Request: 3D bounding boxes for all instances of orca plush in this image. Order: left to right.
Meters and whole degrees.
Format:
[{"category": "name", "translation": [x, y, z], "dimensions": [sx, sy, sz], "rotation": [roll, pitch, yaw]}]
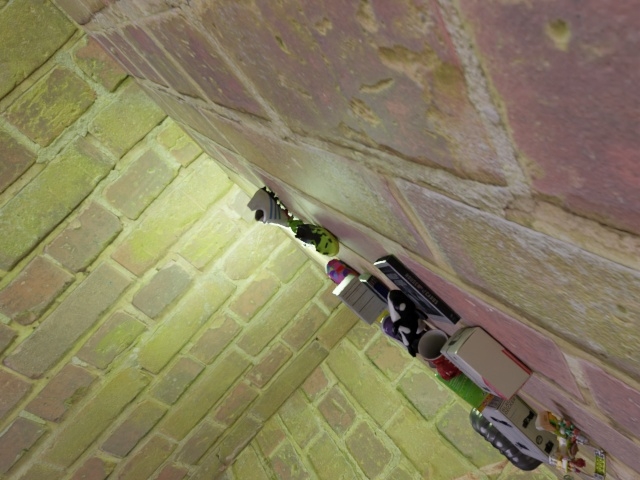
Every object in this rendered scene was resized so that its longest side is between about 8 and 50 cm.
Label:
[{"category": "orca plush", "translation": [0.304, 0.274, 1.456], "dimensions": [0.102, 0.151, 0.287], "rotation": [-1, 117, 27]}]

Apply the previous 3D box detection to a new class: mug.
[{"category": "mug", "translation": [0.426, 0.414, 1.526], "dimensions": [0.113, 0.150, 0.169], "rotation": [-4, 144, 46]}]

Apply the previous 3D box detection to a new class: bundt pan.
[{"category": "bundt pan", "translation": [0.732, 0.778, 1.745], "dimensions": [0.331, 0.124, 0.331], "rotation": [41, 173, 6]}]

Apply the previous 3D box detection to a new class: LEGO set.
[{"category": "LEGO set", "translation": [0.638, 0.526, 1.102], "dimensions": [0.107, 0.132, 0.287], "rotation": [7, 123, 52]}]

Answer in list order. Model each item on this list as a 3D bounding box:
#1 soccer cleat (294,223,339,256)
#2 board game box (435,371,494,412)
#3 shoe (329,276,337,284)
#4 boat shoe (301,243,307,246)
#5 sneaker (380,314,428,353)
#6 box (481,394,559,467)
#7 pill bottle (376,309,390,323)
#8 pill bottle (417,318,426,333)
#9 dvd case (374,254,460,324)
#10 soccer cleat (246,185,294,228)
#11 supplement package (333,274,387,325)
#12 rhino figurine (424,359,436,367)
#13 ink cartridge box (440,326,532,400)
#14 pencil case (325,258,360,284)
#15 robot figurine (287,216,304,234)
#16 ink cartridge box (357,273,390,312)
[{"category": "soccer cleat", "translation": [0.007, -0.005, 1.707], "dimensions": [0.121, 0.093, 0.289], "rotation": [10, -171, -33]}, {"category": "board game box", "translation": [0.510, 0.484, 1.531], "dimensions": [0.039, 0.124, 0.259], "rotation": [44, 174, -19]}, {"category": "shoe", "translation": [0.111, 0.218, 2.500], "dimensions": [0.063, 0.081, 0.178], "rotation": [39, 173, 37]}, {"category": "boat shoe", "translation": [-0.038, 0.016, 2.094], "dimensions": [0.065, 0.075, 0.206], "rotation": [46, 169, -1]}, {"category": "sneaker", "translation": [0.373, 0.385, 1.718], "dimensions": [0.283, 0.107, 0.124], "rotation": [27, 167, -25]}, {"category": "box", "translation": [0.665, 0.618, 1.489], "dimensions": [0.290, 0.087, 0.169], "rotation": [43, 162, -4]}, {"category": "pill bottle", "translation": [0.321, 0.346, 1.897], "dimensions": [0.103, 0.103, 0.184], "rotation": [47, 172, -37]}, {"category": "pill bottle", "translation": [0.324, 0.281, 1.598], "dimensions": [0.120, 0.067, 0.067], "rotation": [43, 174, -2]}, {"category": "dvd case", "translation": [0.254, 0.132, 1.191], "dimensions": [0.238, 0.029, 0.179], "rotation": [42, 174, 2]}, {"category": "soccer cleat", "translation": [-0.233, -0.122, 2.058], "dimensions": [0.116, 0.143, 0.331], "rotation": [39, 173, 35]}, {"category": "supplement package", "translation": [0.154, 0.232, 1.729], "dimensions": [0.179, 0.105, 0.105], "rotation": [44, 174, -6]}, {"category": "rhino figurine", "translation": [0.457, 0.447, 1.703], "dimensions": [0.073, 0.106, 0.243], "rotation": [38, 172, 45]}, {"category": "ink cartridge box", "translation": [0.404, 0.302, 1.102], "dimensions": [0.158, 0.092, 0.218], "rotation": [42, 176, 13]}, {"category": "pencil case", "translation": [0.114, 0.169, 2.054], "dimensions": [0.104, 0.104, 0.236], "rotation": [47, 174, -35]}, {"category": "robot figurine", "translation": [-0.111, -0.063, 2.041], "dimensions": [0.101, 0.067, 0.115], "rotation": [55, 172, -12]}, {"category": "ink cartridge box", "translation": [0.254, 0.221, 1.743], "dimensions": [0.223, 0.045, 0.224], "rotation": [43, 173, -5]}]
